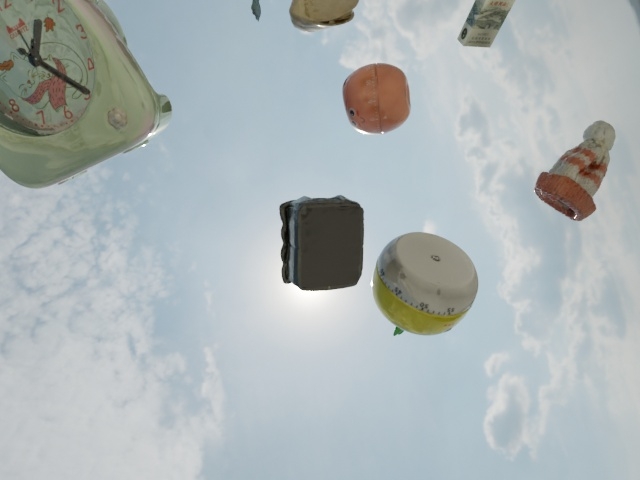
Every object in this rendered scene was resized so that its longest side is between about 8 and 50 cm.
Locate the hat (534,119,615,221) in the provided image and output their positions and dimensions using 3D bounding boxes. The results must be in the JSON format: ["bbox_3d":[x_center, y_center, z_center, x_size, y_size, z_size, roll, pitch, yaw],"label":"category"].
[{"bbox_3d":[0.430,-0.123,0.828,0.112,0.093,0.162,34,-85,-34],"label":"hat"}]

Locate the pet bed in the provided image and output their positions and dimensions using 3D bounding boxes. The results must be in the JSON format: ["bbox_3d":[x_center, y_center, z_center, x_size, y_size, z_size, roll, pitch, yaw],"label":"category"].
[{"bbox_3d":[0.000,0.000,1.170,0.183,0.159,0.211,-5,-80,-21],"label":"pet bed"}]

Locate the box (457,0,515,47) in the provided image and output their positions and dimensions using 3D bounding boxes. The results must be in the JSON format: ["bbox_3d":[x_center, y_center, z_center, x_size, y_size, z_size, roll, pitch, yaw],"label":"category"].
[{"bbox_3d":[0.244,-0.327,0.745,0.053,0.083,0.024,-5,-128,-22],"label":"box"}]

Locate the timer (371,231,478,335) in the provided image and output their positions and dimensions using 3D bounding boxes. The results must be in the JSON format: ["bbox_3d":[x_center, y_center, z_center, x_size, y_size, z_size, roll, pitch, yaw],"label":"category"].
[{"bbox_3d":[0.248,0.143,1.309,0.285,0.285,0.286,23,-122,-45],"label":"timer"}]

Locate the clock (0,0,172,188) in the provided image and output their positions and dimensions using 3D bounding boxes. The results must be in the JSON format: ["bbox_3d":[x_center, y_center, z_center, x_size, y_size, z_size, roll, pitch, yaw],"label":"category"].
[{"bbox_3d":[-0.391,-0.256,0.721,0.109,0.265,0.325,-71,-40,-67],"label":"clock"}]

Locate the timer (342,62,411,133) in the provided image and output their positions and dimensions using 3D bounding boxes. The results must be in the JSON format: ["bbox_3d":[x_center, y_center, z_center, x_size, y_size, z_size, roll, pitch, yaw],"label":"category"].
[{"bbox_3d":[0.184,-0.465,1.674,0.229,0.214,0.230,-5,-90,-73],"label":"timer"}]

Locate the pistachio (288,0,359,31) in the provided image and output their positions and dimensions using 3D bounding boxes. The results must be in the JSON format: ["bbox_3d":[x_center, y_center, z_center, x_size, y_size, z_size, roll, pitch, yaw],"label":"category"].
[{"bbox_3d":[0.006,-0.665,1.446,0.223,0.126,0.152,-27,-116,-28],"label":"pistachio"}]

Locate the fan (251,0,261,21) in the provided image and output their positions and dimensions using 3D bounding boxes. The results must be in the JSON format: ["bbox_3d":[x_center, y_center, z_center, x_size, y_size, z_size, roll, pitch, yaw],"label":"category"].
[{"bbox_3d":[-0.163,-0.609,1.305,0.004,0.083,0.056,-17,-110,-24],"label":"fan"}]
